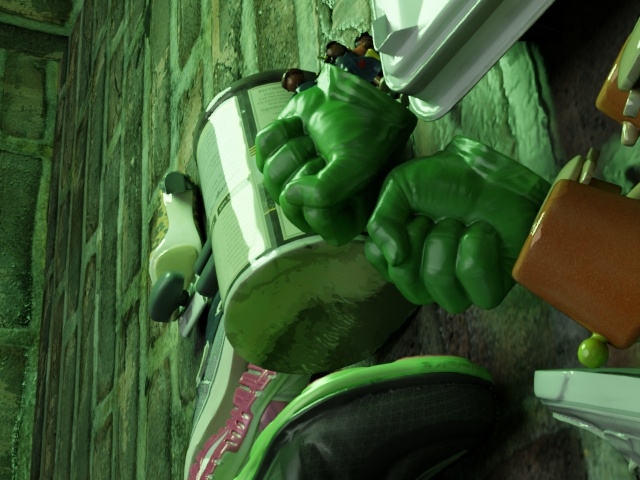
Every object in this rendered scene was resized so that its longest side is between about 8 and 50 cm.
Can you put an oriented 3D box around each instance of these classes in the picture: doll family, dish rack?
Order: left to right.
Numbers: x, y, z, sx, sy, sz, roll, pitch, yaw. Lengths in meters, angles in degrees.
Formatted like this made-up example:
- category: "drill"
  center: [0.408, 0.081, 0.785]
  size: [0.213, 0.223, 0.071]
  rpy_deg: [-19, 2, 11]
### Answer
- category: "doll family"
  center: [0.041, -0.177, 1.017]
  size: [0.111, 0.193, 0.076]
  rpy_deg: [50, 155, 30]
- category: "dish rack"
  center: [0.113, -0.304, 0.846]
  size: [0.285, 0.072, 0.333]
  rpy_deg: [-48, 39, 49]

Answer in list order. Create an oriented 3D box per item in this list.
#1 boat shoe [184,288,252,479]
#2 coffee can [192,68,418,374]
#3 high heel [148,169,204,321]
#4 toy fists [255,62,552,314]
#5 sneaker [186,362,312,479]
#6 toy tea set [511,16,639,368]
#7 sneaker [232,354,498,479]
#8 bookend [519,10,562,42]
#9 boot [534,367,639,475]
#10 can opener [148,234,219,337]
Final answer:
- category: "boat shoe"
  center: [-0.107, 0.202, 1.280]
  size: [0.158, 0.127, 0.341]
  rpy_deg: [-179, 105, -72]
- category: "coffee can"
  center: [-0.025, -0.024, 1.057]
  size: [0.201, 0.201, 0.275]
  rpy_deg: [-61, 31, 37]
- category: "high heel"
  center: [-0.252, 0.006, 1.727]
  size: [0.186, 0.093, 0.261]
  rpy_deg: [-158, 70, -83]
- category: "toy fists"
  center: [0.059, -0.043, 0.841]
  size: [0.279, 0.096, 0.142]
  rpy_deg: [32, 91, 26]
- category: "sneaker"
  center: [-0.054, 0.223, 1.164]
  size: [0.252, 0.111, 0.103]
  rpy_deg: [-58, 17, -4]
- category: "toy tea set"
  center: [0.242, -0.077, 0.627]
  size: [0.200, 0.124, 0.336]
  rpy_deg: [-46, -20, -60]
- category: "sneaker"
  center: [-0.020, 0.289, 0.833]
  size: [0.483, 0.185, 0.202]
  rpy_deg: [-43, 52, 5]
- category: "bookend"
  center: [0.165, -0.267, 0.887]
  size: [0.156, 0.072, 0.157]
  rpy_deg: [27, 105, 64]
- category: "boot"
  center: [0.218, 0.144, 0.599]
  size: [0.258, 0.095, 0.123]
  rpy_deg: [174, 97, -70]
- category: "can opener"
  center: [-0.194, 0.049, 1.534]
  size: [0.283, 0.095, 0.076]
  rpy_deg: [-58, 33, 41]
